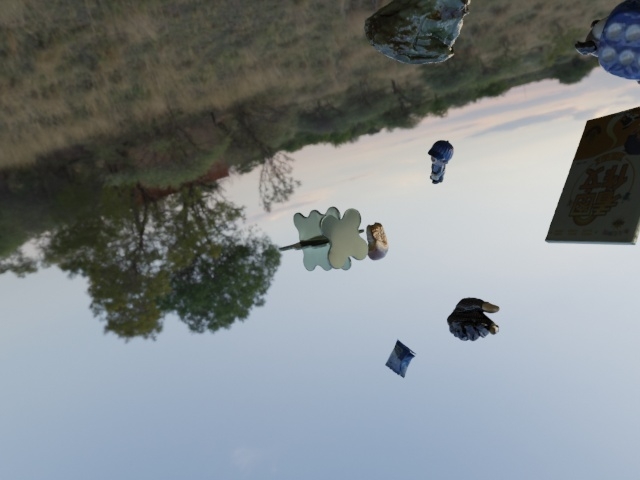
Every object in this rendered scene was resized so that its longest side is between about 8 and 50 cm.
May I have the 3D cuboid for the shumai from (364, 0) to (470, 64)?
[{"bbox_3d":[0.256,-0.614,1.301,0.271,0.204,0.222,9,-132,6],"label":"shumai"}]

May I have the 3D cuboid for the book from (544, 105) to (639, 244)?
[{"bbox_3d":[0.574,-0.129,0.964,0.020,0.296,0.208,24,173,-17],"label":"book"}]

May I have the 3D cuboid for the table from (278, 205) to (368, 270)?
[{"bbox_3d":[0.000,0.000,1.261,0.166,0.167,0.198,-25,-168,-37],"label":"table"}]

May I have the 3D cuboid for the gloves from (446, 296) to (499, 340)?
[{"bbox_3d":[0.443,0.239,1.362,0.129,0.106,0.181,-29,-160,-6],"label":"gloves"}]

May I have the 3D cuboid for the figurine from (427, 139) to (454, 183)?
[{"bbox_3d":[0.391,-0.255,1.584,0.087,0.149,0.086,-8,-136,1],"label":"figurine"}]

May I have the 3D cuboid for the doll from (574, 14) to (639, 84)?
[{"bbox_3d":[0.850,-0.538,1.351,0.182,0.257,0.117,-29,158,2],"label":"doll"}]

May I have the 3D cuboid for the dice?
[{"bbox_3d":[0.693,-0.430,1.025,0.146,0.147,0.143,-28,-140,-26],"label":"dice"}]

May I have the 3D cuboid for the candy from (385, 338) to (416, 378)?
[{"bbox_3d":[0.287,0.430,1.745,0.088,0.136,0.038,34,-147,27],"label":"candy"}]

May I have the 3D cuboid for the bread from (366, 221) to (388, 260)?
[{"bbox_3d":[0.187,0.002,1.575,0.044,0.126,0.129,-8,-179,32],"label":"bread"}]
